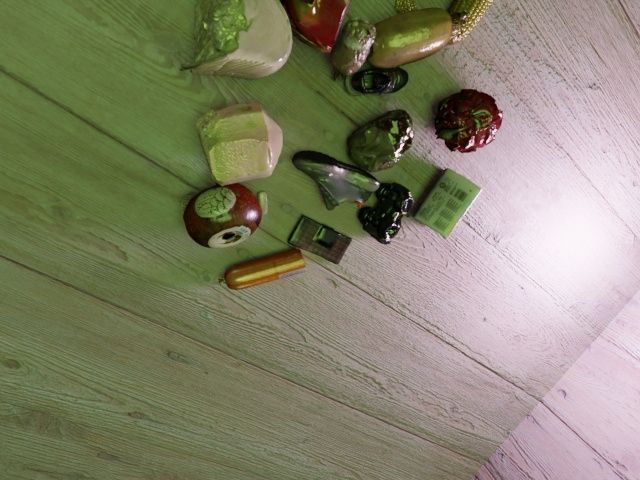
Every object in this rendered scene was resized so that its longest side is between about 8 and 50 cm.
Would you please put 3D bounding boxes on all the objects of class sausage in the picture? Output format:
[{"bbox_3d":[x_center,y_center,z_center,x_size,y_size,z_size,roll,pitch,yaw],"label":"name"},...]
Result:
[{"bbox_3d":[-0.213,0.112,1.478,0.312,0.093,0.093,-15,115,-11],"label":"sausage"}]

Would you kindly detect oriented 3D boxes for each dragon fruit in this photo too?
[{"bbox_3d":[-0.013,-0.707,1.120,0.226,0.305,0.305,23,103,-11],"label":"dragon fruit"},{"bbox_3d":[0.539,-0.442,1.459,0.293,0.234,0.234,-45,122,-32],"label":"dragon fruit"}]

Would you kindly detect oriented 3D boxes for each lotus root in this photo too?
[{"bbox_3d":[0.301,-0.647,1.290,0.343,0.169,0.151,-16,115,-5],"label":"lotus root"}]

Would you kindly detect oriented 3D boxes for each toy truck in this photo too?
[{"bbox_3d":[0.266,-0.097,1.536,0.165,0.147,0.224,26,99,-50],"label":"toy truck"}]

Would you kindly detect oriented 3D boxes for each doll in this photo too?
[{"bbox_3d":[0.086,-0.575,1.245,0.105,0.115,0.221,-4,156,-35],"label":"doll"}]

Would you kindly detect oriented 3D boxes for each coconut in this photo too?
[{"bbox_3d":[-0.233,-0.296,1.231,0.245,0.233,0.233,-18,115,-10],"label":"coconut"}]

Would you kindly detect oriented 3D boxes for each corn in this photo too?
[{"bbox_3d":[0.514,-0.804,1.334,0.119,0.119,0.322,21,108,-24],"label":"corn"}]

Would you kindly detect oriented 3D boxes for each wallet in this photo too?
[{"bbox_3d":[0.000,0.000,1.531,0.230,0.042,0.124,25,104,-23],"label":"wallet"}]

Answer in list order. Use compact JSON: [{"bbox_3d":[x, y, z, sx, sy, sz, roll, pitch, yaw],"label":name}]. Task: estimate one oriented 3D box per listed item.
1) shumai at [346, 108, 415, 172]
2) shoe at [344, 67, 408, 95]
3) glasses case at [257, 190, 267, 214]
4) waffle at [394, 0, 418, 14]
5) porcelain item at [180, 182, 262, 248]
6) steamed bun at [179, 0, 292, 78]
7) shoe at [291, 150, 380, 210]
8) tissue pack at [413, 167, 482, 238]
[{"bbox_3d":[0.232,-0.331,1.382,0.256,0.218,0.189,-35,108,-2],"label":"shumai"},{"bbox_3d":[0.198,-0.525,1.344,0.227,0.112,0.099,-9,113,-12],"label":"shoe"},{"bbox_3d":[-0.203,-0.131,1.422,0.032,0.021,0.083,-7,113,-15],"label":"glasses case"},{"bbox_3d":[0.280,-0.759,1.331,0.085,0.016,0.078,37,93,-28],"label":"waffle"},{"bbox_3d":[-0.321,-0.103,1.316,0.253,0.253,0.253,-6,113,-16],"label":"porcelain item"},{"bbox_3d":[-0.222,-0.587,1.094,0.273,0.290,0.272,-6,108,-35],"label":"steamed bun"},{"bbox_3d":[0.036,-0.195,1.428,0.336,0.132,0.171,15,115,-26],"label":"shoe"},{"bbox_3d":[0.491,-0.144,1.594,0.159,0.145,0.229,33,99,7],"label":"tissue pack"}]
